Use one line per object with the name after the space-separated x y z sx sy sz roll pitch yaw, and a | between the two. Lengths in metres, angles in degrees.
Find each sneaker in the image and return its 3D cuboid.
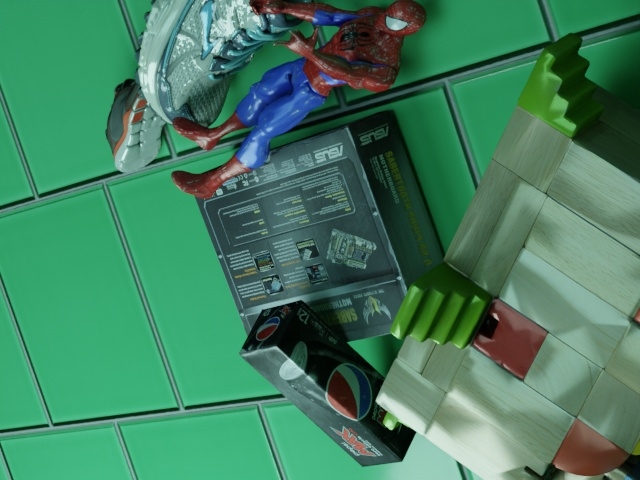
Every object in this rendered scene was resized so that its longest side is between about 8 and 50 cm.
-0.076 -0.195 1.632 0.122 0.110 0.283 30 134 17 | sneaker
-0.175 -0.133 1.802 0.065 0.061 0.158 54 138 24 | sneaker

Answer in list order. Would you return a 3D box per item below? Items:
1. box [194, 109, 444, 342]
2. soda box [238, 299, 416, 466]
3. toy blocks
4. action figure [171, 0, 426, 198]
0.000 0.000 1.674 0.231 0.056 0.183 -16 97 49 | box
0.011 0.127 1.663 0.169 0.053 0.060 43 146 -23 | soda box
0.216 0.069 1.403 0.261 0.191 0.381 34 124 17 | toy blocks
-0.042 -0.139 1.569 0.280 0.139 0.091 -28 51 34 | action figure
